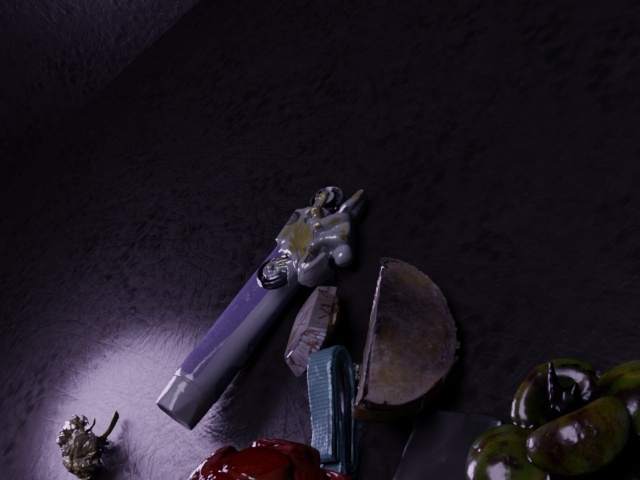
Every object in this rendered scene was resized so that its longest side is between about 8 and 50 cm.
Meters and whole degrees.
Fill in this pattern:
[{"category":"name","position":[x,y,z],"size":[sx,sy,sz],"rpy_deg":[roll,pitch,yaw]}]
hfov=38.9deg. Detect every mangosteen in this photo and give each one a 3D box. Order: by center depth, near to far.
[{"category":"mangosteen","position":[0.245,0.214,0.763],"size":[0.243,0.243,0.243],"rpy_deg":[-32,35,26]}]

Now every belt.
[{"category":"belt","position":[0.028,0.231,1.186],"size":[0.065,0.100,0.179],"rpy_deg":[-20,57,37]}]

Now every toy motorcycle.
[{"category":"toy motorcycle","position":[0.000,0.000,1.443],"size":[0.151,0.074,0.229],"rpy_deg":[12,52,38]}]

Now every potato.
[{"category":"potato","position":[0.107,0.153,1.162],"size":[0.261,0.120,0.100],"rpy_deg":[-74,-1,-48]}]

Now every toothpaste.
[{"category":"toothpaste","position":[-0.126,0.134,1.470],"size":[0.125,0.080,0.371],"rpy_deg":[9,58,50]}]

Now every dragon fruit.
[{"category":"dragon fruit","position":[-0.046,0.329,1.012],"size":[0.293,0.234,0.234],"rpy_deg":[-20,41,52]}]

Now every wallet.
[{"category":"wallet","position":[0.110,0.321,1.013],"size":[0.146,0.030,0.285],"rpy_deg":[-6,50,52]}]

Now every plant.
[{"category":"plant","position":[-0.400,0.356,1.594],"size":[0.122,0.104,0.116],"rpy_deg":[-26,66,-20]}]

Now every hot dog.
[{"category":"hot dog","position":[-0.009,0.131,1.310],"size":[0.099,0.053,0.192],"rpy_deg":[-58,7,21]}]

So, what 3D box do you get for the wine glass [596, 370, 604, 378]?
[{"category":"wine glass","position":[0.245,0.204,0.933],"size":[0.155,0.073,0.073],"rpy_deg":[-40,32,10]}]
